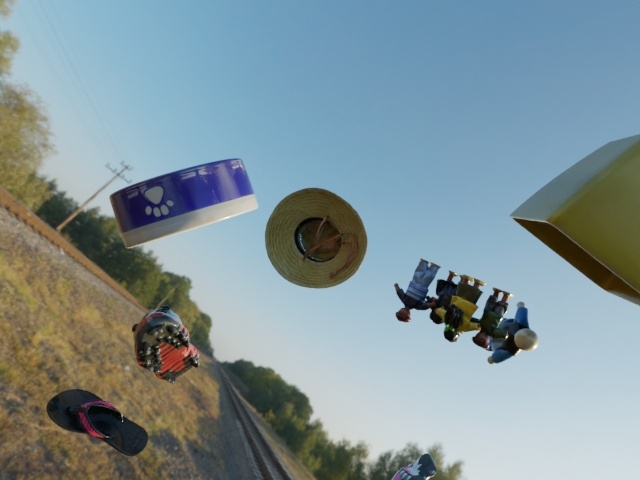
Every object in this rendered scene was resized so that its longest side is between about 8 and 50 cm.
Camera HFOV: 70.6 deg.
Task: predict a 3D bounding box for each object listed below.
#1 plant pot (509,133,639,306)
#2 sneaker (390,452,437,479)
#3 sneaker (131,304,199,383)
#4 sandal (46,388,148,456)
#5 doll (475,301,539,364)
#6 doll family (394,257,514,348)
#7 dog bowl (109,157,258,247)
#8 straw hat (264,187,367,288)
[{"bbox_3d":[0.453,-0.040,0.675,0.212,0.187,0.212,39,9,4],"label":"plant pot"},{"bbox_3d":[0.233,0.626,1.174,0.077,0.178,0.072,-54,-126,30],"label":"sneaker"},{"bbox_3d":[-0.307,0.181,0.857,0.135,0.098,0.276,52,-21,17],"label":"sneaker"},{"bbox_3d":[-0.369,0.305,0.767,0.179,0.067,0.040,37,-46,-17],"label":"sandal"},{"bbox_3d":[0.340,0.170,0.823,0.046,0.129,0.189,32,-4,5],"label":"doll"},{"bbox_3d":[0.200,0.103,0.714,0.076,0.111,0.193,24,0,-35],"label":"doll family"},{"bbox_3d":[-0.263,-0.074,0.888,0.265,0.265,0.104,-2,-74,63],"label":"dog bowl"},{"bbox_3d":[0.000,0.000,0.631,0.145,0.144,0.061,38,9,15],"label":"straw hat"}]
